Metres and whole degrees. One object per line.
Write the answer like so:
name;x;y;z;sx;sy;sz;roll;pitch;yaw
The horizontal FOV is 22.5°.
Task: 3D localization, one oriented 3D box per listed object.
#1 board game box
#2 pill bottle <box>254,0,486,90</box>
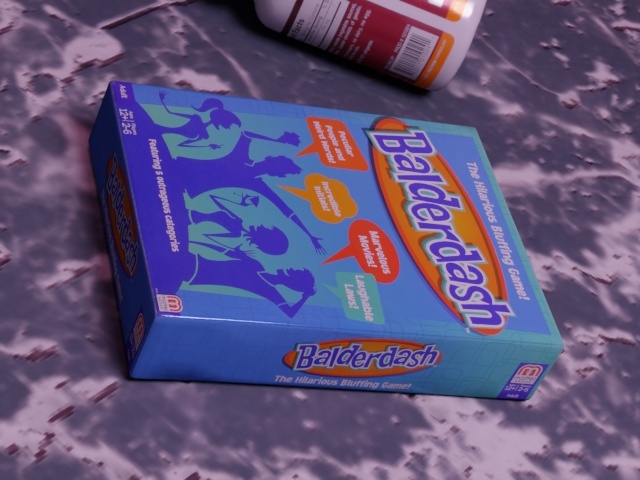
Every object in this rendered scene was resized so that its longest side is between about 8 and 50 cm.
board game box;0.000;0.000;0.802;0.210;0.047;0.160;5;44;-24
pill bottle;0.016;-0.152;0.942;0.152;0.086;0.086;21;40;-7
